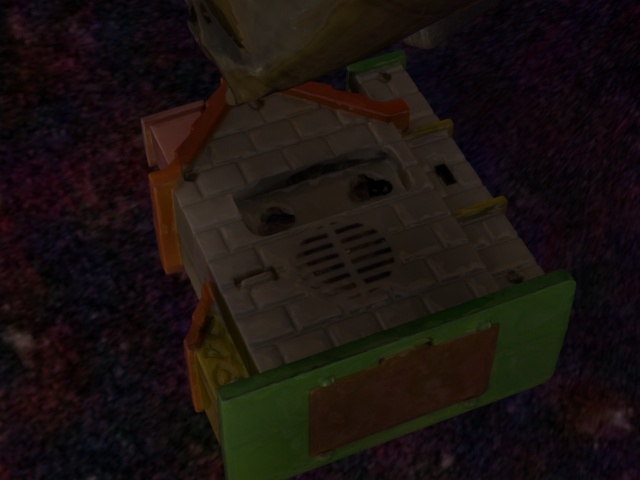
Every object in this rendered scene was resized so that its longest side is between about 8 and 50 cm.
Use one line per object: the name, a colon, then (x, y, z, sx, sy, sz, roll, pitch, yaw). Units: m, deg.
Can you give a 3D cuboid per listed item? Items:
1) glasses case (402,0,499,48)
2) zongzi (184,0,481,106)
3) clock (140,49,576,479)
glasses case: (0.214, -0.383, 1.709, 0.074, 0.323, 0.131, 24, 142, 41)
zongzi: (0.008, -0.208, 0.446, 0.145, 0.300, 0.274, -39, 87, 39)
clock: (0.000, 0.000, 0.820, 0.106, 0.220, 0.255, 90, 157, -49)
